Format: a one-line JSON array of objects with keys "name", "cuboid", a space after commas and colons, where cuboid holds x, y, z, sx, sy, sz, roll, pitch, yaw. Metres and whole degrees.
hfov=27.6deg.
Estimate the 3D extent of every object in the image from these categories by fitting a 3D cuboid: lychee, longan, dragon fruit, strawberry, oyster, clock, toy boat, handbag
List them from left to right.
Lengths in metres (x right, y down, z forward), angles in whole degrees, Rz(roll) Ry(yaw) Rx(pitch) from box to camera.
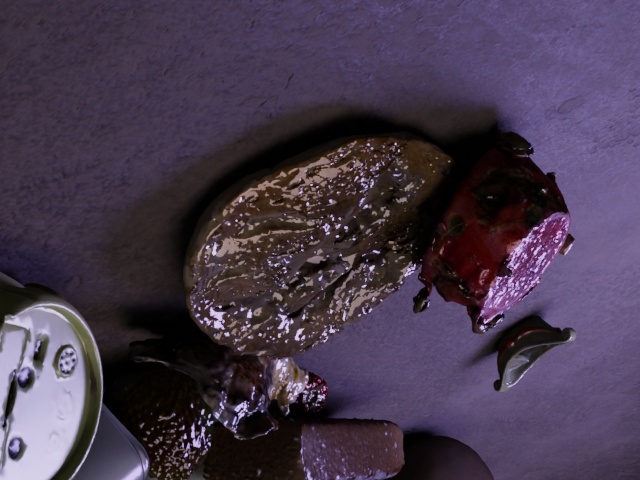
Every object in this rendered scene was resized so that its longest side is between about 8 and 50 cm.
[{"name": "clock", "cuboid": [-0.358, 0.174, 1.451, 0.117, 0.286, 0.348, 3, 169, 27]}, {"name": "handbag", "cuboid": [-0.378, 0.298, 1.614, 0.315, 0.241, 0.109, -31, 161, -50]}, {"name": "lychee", "cuboid": [-0.217, 0.251, 1.794, 0.171, 0.171, 0.171, -18, 150, -11]}, {"name": "oyster", "cuboid": [-0.121, 0.174, 1.737, 0.275, 0.271, 0.100, 37, 109, -18]}, {"name": "strawberry", "cuboid": [-0.033, 0.237, 2.025, 0.073, 0.073, 0.083, 1, 178, -38]}, {"name": "longan", "cuboid": [0.219, 0.506, 2.436, 0.243, 0.300, 0.300, -37, 158, -27]}, {"name": "dragon fruit", "cuboid": [0.231, 0.006, 1.674, 0.211, 0.147, 0.282, -27, 146, -63]}, {"name": "toy boat", "cuboid": [0.351, 0.184, 2.206, 0.089, 0.071, 0.185, 7, 139, -44]}]

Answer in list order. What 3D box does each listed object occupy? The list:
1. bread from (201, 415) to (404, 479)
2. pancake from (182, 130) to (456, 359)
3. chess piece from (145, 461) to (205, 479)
[{"name": "bread", "cuboid": [-0.013, 0.328, 2.021, 0.165, 0.113, 0.416, 0, 173, 25]}, {"name": "pancake", "cuboid": [0.000, 0.001, 1.630, 0.387, 0.082, 0.387, -22, 146, -16]}, {"name": "chess piece", "cuboid": [-0.361, 0.365, 1.826, 0.442, 0.234, 0.234, 2, 141, -43]}]
